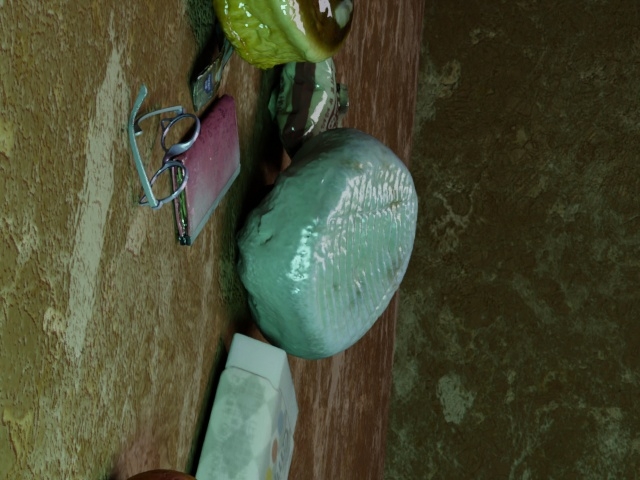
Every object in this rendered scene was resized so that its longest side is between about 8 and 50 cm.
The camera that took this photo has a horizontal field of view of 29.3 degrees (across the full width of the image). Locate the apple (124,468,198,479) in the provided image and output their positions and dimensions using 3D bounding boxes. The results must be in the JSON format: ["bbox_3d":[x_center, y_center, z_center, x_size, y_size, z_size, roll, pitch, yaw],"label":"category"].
[{"bbox_3d":[-0.177,0.317,1.311,0.146,0.147,0.146,3,90,-79],"label":"apple"}]

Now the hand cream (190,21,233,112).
[{"bbox_3d":[-0.133,-0.240,1.590,0.062,0.039,0.163,105,1,-51],"label":"hand cream"}]

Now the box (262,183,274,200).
[{"bbox_3d":[-0.071,-0.021,1.979,0.125,0.027,0.126,37,57,-77],"label":"box"}]

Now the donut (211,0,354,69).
[{"bbox_3d":[-0.057,-0.383,1.600,0.330,0.160,0.330,-5,90,-65],"label":"donut"}]

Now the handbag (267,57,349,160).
[{"bbox_3d":[-0.016,-0.216,1.951,0.235,0.127,0.213,57,36,-75],"label":"handbag"}]

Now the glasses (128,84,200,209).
[{"bbox_3d":[-0.191,-0.116,1.355,0.104,0.063,0.140,44,46,-46],"label":"glasses"}]

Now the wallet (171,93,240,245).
[{"bbox_3d":[-0.146,-0.097,1.586,0.232,0.025,0.119,-66,157,-61],"label":"wallet"}]

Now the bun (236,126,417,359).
[{"bbox_3d":[0.004,-0.002,1.845,0.354,0.194,0.354,-37,137,-45],"label":"bun"}]

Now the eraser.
[{"bbox_3d":[-0.109,0.348,1.686,0.213,0.082,0.396,81,16,-50],"label":"eraser"}]
